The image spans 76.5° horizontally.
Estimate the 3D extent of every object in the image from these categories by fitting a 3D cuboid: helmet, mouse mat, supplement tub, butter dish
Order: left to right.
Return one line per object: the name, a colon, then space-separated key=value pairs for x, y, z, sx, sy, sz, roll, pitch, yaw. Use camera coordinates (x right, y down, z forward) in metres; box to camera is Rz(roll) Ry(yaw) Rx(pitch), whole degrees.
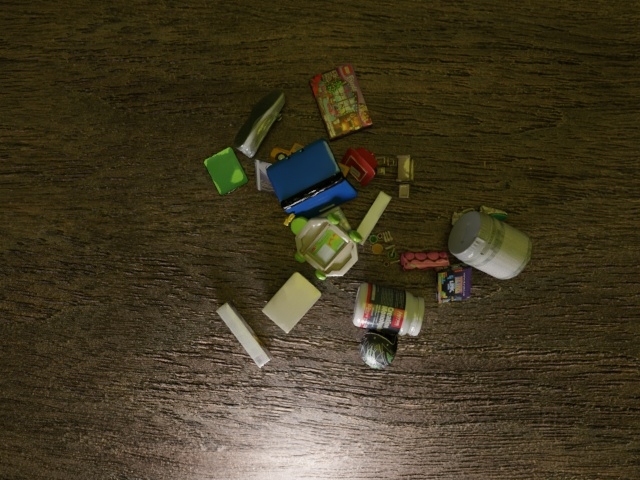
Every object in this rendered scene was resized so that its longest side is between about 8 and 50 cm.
mouse mat: x=-0.432 y=-0.317 z=1.858 sx=0.153 sy=0.007 sz=0.189 roll=-27 pitch=88 yaw=3
butter dish: x=0.189 y=-0.343 z=1.769 sx=0.160 sy=0.160 sz=0.118 roll=46 pitch=69 yaw=3
helmet: x=0.245 y=0.459 z=1.728 sx=0.170 sy=0.162 sz=0.169 roll=9 pitch=108 yaw=29
supplement tub: x=0.285 y=0.295 z=1.729 sx=0.273 sy=0.191 sz=0.190 roll=11 pitch=91 yaw=3

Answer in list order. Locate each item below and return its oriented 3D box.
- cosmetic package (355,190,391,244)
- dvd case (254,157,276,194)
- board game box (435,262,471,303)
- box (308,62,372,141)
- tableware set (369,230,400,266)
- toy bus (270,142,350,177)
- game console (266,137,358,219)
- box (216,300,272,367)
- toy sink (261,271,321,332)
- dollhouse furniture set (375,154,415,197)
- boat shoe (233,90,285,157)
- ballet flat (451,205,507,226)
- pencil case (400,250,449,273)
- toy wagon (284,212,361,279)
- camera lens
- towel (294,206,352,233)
cosmetic package: x=0.221 y=-0.097 z=1.779 sx=0.061 sy=0.099 sz=0.238 roll=32 pitch=91 yaw=5
dvd case: x=-0.182 y=-0.261 z=1.767 sx=0.222 sy=0.164 sz=0.018 roll=18 pitch=46 yaw=13
board game box: x=0.570 y=0.184 z=1.745 sx=0.141 sy=0.048 sz=0.170 roll=-10 pitch=122 yaw=5
box: x=0.088 y=-0.612 z=1.803 sx=0.201 sy=0.057 sz=0.293 roll=-20 pitch=89 yaw=2
tableware set: x=0.279 y=0.039 z=1.794 sx=0.104 sy=0.024 sz=0.154 roll=-21 pitch=82 yaw=22
toy bus: x=-0.050 y=-0.320 z=1.773 sx=0.333 sy=0.108 sz=0.130 roll=25 pitch=71 yaw=4
game console: x=-0.032 y=-0.241 z=1.692 sx=0.293 sy=0.250 sz=0.173 roll=-24 pitch=62 yaw=19
box: x=-0.341 y=0.419 z=1.826 sx=0.067 sy=0.063 sz=0.324 roll=-39 pitch=88 yaw=1
toy sink: x=-0.117 y=0.258 z=1.781 sx=0.153 sy=0.131 sz=0.234 roll=41 pitch=97 yaw=2
dollhouse furniture set: x=0.327 y=-0.275 z=1.794 sx=0.161 sy=0.101 sz=0.181 roll=2 pitch=91 yaw=28
boat shoe: x=-0.257 y=-0.522 z=1.807 sx=0.118 sy=0.103 sz=0.320 roll=32 pitch=88 yaw=42
ballet flat: x=0.686 y=-0.111 z=1.766 sx=0.241 sy=0.091 sz=0.077 roll=-10 pitch=65 yaw=-1
pencil case: x=0.455 y=0.093 z=1.767 sx=0.210 sy=0.098 sz=0.095 roll=-4 pitch=90 yaw=2
toy wagon: x=0.000 y=0.000 z=1.741 sx=0.344 sy=0.068 sz=0.267 roll=40 pitch=116 yaw=-2
camera lens: x=0.698 y=0.021 z=1.668 sx=0.275 sy=0.219 sz=0.219 roll=24 pitch=91 yaw=-14
towel: x=-0.005 y=-0.102 z=1.823 sx=0.209 sy=0.034 sz=0.284 roll=-29 pitch=88 yaw=2
